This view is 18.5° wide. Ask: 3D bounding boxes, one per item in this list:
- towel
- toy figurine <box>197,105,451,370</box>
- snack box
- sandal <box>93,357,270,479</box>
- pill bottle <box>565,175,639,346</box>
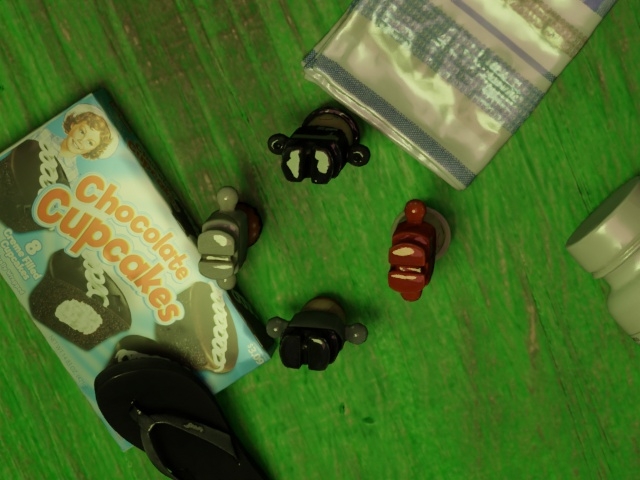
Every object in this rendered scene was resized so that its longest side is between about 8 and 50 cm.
[{"bbox_3d":[0.143,-0.212,1.908,0.209,0.034,0.285,38,103,-2],"label":"towel"},{"bbox_3d":[0.000,0.000,1.916,0.213,0.148,0.209,44,109,-5],"label":"toy figurine"},{"bbox_3d":[-0.209,0.030,1.982,0.187,0.060,0.322,-33,96,11],"label":"snack box"},{"bbox_3d":[-0.125,0.209,1.963,0.097,0.054,0.254,-36,118,13],"label":"sandal"},{"bbox_3d":[0.350,0.053,1.884,0.229,0.131,0.131,45,102,-3],"label":"pill bottle"}]
